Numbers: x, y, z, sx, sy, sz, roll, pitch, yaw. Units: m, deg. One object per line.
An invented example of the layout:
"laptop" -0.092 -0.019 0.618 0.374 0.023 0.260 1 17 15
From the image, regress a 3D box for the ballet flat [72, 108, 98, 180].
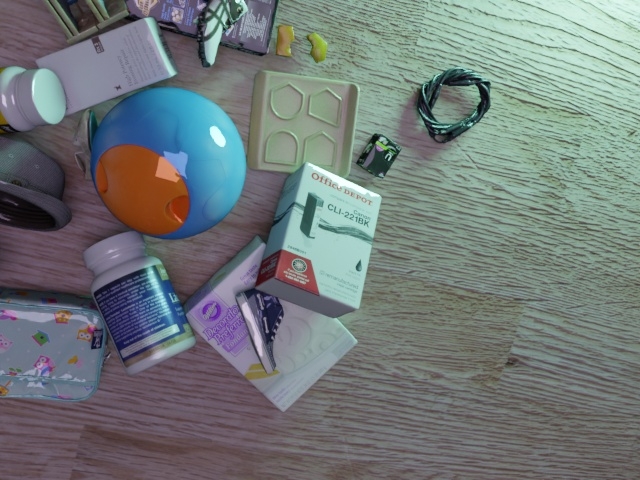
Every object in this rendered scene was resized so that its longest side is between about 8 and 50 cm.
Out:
"ballet flat" -0.461 -0.181 1.238 0.052 0.057 0.168 2 132 -4

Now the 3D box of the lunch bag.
"lunch bag" -0.577 0.221 1.296 0.279 0.108 0.224 9 99 -17

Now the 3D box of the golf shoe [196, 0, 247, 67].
"golf shoe" -0.187 -0.428 1.204 0.094 0.077 0.198 6 103 -16

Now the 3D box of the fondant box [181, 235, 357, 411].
"fondant box" -0.114 0.190 1.420 0.238 0.096 0.330 -43 108 -2

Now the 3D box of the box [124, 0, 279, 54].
"box" -0.218 -0.548 1.242 0.293 0.073 0.295 10 100 -16

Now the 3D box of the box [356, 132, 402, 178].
"box" 0.132 -0.191 1.424 0.062 0.052 0.083 31 93 -18

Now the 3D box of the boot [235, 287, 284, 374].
"boot" -0.109 0.187 1.334 0.086 0.069 0.190 -22 105 -14

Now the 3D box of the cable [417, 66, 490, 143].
"cable" 0.311 -0.322 1.452 0.184 0.047 0.150 -33 103 -3

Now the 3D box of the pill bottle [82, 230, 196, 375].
"pill bottle" -0.372 0.124 1.276 0.153 0.153 0.264 -25 86 -8

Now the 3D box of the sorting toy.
"sorting toy" -0.034 -0.297 1.368 0.229 0.041 0.307 5 101 -11

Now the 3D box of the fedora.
"fedora" -0.597 -0.117 1.179 0.275 0.244 0.124 18 68 -24

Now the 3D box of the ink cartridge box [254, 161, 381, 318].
"ink cartridge box" 0.000 0.000 1.333 0.197 0.114 0.273 23 64 -20

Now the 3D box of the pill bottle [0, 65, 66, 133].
"pill bottle" -0.585 -0.254 1.146 0.208 0.119 0.119 -2 104 12

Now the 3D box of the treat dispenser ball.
"treat dispenser ball" -0.286 -0.146 1.199 0.288 0.288 0.288 -3 103 -14

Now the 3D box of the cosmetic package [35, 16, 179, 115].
"cosmetic package" -0.403 -0.332 1.202 0.231 0.085 0.117 -20 109 7

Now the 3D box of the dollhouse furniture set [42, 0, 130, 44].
"dollhouse furniture set" -0.456 -0.486 1.159 0.129 0.183 0.129 -27 143 -2
